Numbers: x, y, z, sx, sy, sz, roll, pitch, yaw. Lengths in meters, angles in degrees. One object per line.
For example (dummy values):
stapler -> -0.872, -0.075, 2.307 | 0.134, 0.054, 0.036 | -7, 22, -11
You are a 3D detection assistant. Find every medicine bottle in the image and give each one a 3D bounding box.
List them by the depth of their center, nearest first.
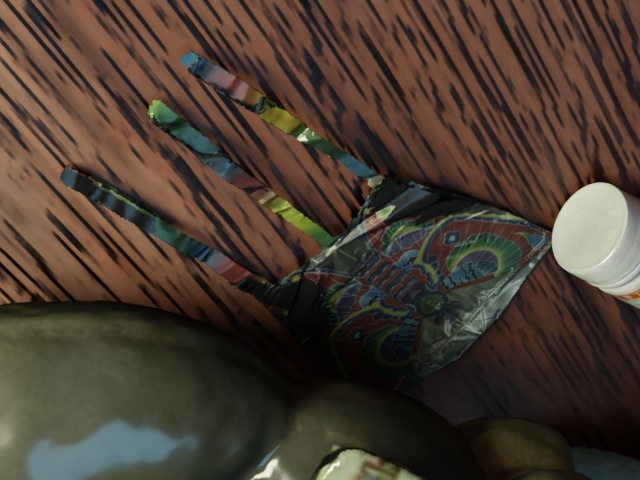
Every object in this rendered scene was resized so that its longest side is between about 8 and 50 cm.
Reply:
medicine bottle -> 0.182, 0.008, 0.779 | 0.089, 0.057, 0.057 | 25, 113, -34

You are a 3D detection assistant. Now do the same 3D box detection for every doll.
doll -> -0.070, 0.208, 0.767 | 0.378, 0.252, 0.382 | 28, 112, -1

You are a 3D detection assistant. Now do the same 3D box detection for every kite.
kite -> 0.000, 0.000, 0.728 | 0.285, 0.015, 0.152 | 31, 109, -36

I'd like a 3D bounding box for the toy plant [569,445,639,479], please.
toy plant -> 0.233, 0.229, 0.876 | 0.332, 0.247, 0.247 | -23, 130, 4
